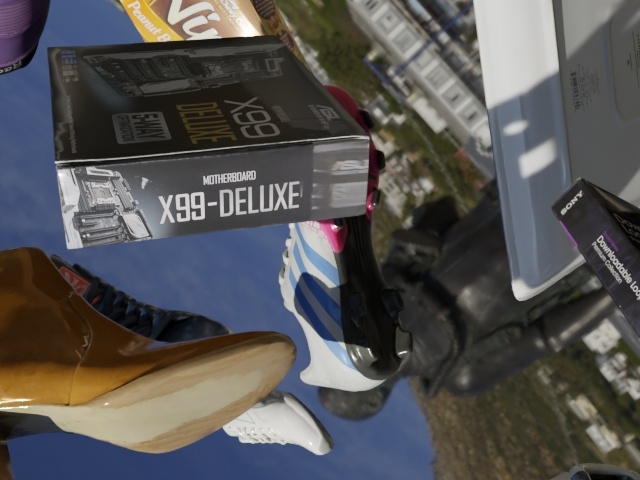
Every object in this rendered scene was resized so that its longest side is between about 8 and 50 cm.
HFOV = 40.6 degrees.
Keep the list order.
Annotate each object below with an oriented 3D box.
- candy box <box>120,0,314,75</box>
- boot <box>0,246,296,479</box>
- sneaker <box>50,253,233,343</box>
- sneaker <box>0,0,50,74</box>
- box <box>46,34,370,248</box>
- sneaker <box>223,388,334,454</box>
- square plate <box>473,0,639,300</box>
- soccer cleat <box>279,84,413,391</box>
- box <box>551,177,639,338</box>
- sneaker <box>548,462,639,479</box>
[{"bbox_3d":[-0.134,-0.269,1.281,0.316,0.183,0.087,61,-153,-15],"label":"candy box"},{"bbox_3d":[-0.189,0.075,0.685,0.104,0.295,0.211,85,159,-48],"label":"boot"},{"bbox_3d":[-0.268,0.093,1.029,0.131,0.350,0.148,-56,-41,-48],"label":"sneaker"},{"bbox_3d":[-0.235,-0.248,0.624,0.107,0.124,0.283,5,-121,-14],"label":"sneaker"},{"bbox_3d":[-0.118,-0.106,0.789,0.243,0.076,0.307,-7,-150,-14],"label":"box"},{"bbox_3d":[-0.049,0.159,0.769,0.152,0.061,0.053,22,154,45],"label":"sneaker"},{"bbox_3d":[0.268,-0.158,0.788,0.344,0.049,0.347,-22,-72,-40],"label":"square plate"},{"bbox_3d":[0.000,0.000,0.937,0.116,0.143,0.331,3,-107,-43],"label":"soccer cleat"},{"bbox_3d":[0.197,0.041,0.446,0.116,0.029,0.162,21,-150,-32],"label":"box"},{"bbox_3d":[0.302,0.281,0.895,0.258,0.091,0.094,16,-135,-50],"label":"sneaker"}]
